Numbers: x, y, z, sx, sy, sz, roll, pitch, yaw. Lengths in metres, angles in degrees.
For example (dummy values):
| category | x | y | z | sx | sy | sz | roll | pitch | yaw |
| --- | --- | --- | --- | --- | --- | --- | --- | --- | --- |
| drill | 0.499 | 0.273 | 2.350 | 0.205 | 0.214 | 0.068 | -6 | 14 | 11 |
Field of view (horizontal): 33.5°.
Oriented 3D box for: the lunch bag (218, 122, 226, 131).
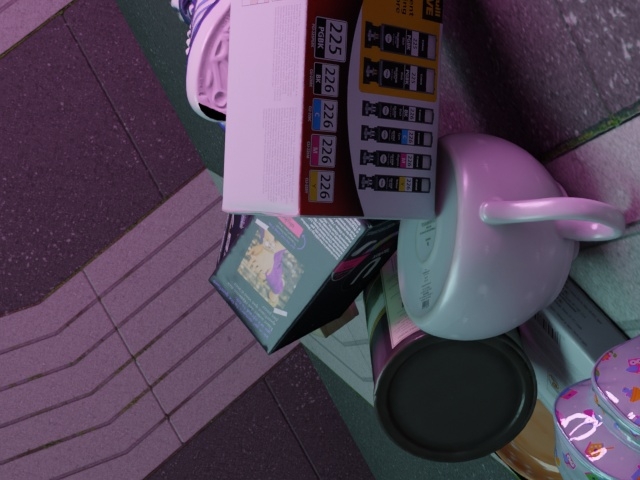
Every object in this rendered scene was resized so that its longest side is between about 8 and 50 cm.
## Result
| category | x | y | z | sx | sy | sz | roll | pitch | yaw |
| --- | --- | --- | --- | --- | --- | --- | --- | --- | --- |
| lunch bag | -0.144 | -0.269 | 1.766 | 0.129 | 0.096 | 0.151 | 112 | 151 | -42 |

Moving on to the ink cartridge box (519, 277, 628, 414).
| category | x | y | z | sx | sy | sz | roll | pitch | yaw |
| --- | --- | --- | --- | --- | --- | --- | --- | --- | --- |
| ink cartridge box | 0.353 | 0.194 | 1.341 | 0.275 | 0.060 | 0.239 | 52 | 167 | 35 |

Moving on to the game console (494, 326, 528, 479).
| category | x | y | z | sx | sy | sz | roll | pitch | yaw |
| --- | --- | --- | --- | --- | --- | --- | --- | --- | --- |
| game console | 0.280 | 0.231 | 1.764 | 0.386 | 0.060 | 0.342 | 66 | 170 | -25 |

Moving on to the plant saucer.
| category | x | y | z | sx | sy | sz | roll | pitch | yaw |
| --- | --- | --- | --- | --- | --- | --- | --- | --- | --- |
| plant saucer | 0.327 | 0.285 | 1.560 | 0.200 | 0.037 | 0.200 | 28 | 141 | 25 |

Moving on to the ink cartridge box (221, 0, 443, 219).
| category | x | y | z | sx | sy | sz | roll | pitch | yaw |
| --- | --- | --- | --- | --- | --- | --- | --- | --- | --- |
| ink cartridge box | 0.042 | -0.179 | 1.149 | 0.130 | 0.272 | 0.309 | 5 | 94 | 47 |

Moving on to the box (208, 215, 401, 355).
| category | x | y | z | sx | sy | sz | roll | pitch | yaw |
| --- | --- | --- | --- | --- | --- | --- | --- | --- | --- |
| box | 0.000 | 0.000 | 1.400 | 0.143 | 0.165 | 0.270 | 49 | 130 | 15 |

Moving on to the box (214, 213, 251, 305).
| category | x | y | z | sx | sy | sz | roll | pitch | yaw |
| --- | --- | --- | --- | --- | --- | --- | --- | --- | --- |
| box | -0.075 | -0.104 | 1.700 | 0.318 | 0.097 | 0.394 | -133 | 56 | -79 |

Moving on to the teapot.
| category | x | y | z | sx | sy | sz | roll | pitch | yaw |
| --- | --- | --- | --- | --- | --- | --- | --- | --- | --- |
| teapot | 0.207 | -0.001 | 1.205 | 0.256 | 0.187 | 0.252 | -102 | 22 | -55 |

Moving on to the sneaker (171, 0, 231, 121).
| category | x | y | z | sx | sy | sz | roll | pitch | yaw |
| --- | --- | --- | --- | --- | --- | --- | --- | --- | --- |
| sneaker | -0.162 | -0.324 | 1.660 | 0.130 | 0.322 | 0.236 | 22 | 168 | -30 |

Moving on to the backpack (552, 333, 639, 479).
| category | x | y | z | sx | sy | sz | roll | pitch | yaw |
| --- | --- | --- | --- | --- | --- | --- | --- | --- | --- |
| backpack | 0.335 | 0.193 | 1.096 | 0.166 | 0.188 | 0.144 | 50 | 164 | 43 |

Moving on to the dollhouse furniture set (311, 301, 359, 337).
| category | x | y | z | sx | sy | sz | roll | pitch | yaw |
| --- | --- | --- | --- | --- | --- | --- | --- | --- | --- |
| dollhouse furniture set | 0.000 | -0.020 | 1.734 | 0.303 | 0.286 | 0.198 | 9 | 129 | 60 |

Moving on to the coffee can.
| category | x | y | z | sx | sy | sz | roll | pitch | yaw |
| --- | --- | --- | --- | --- | --- | --- | --- | --- | --- |
| coffee can | 0.163 | 0.131 | 1.421 | 0.275 | 0.202 | 0.201 | -92 | -20 | -63 |
